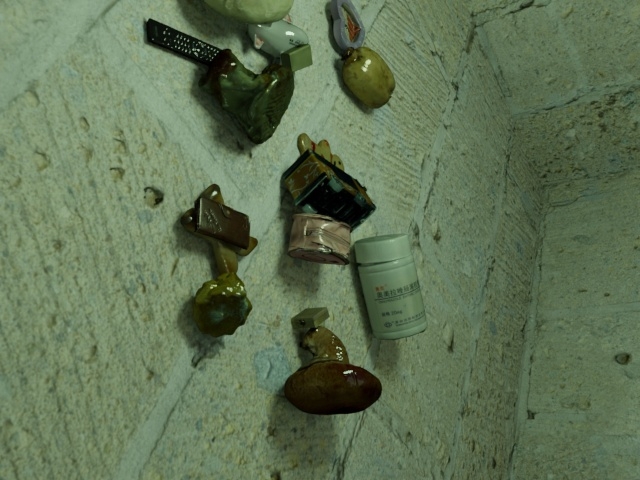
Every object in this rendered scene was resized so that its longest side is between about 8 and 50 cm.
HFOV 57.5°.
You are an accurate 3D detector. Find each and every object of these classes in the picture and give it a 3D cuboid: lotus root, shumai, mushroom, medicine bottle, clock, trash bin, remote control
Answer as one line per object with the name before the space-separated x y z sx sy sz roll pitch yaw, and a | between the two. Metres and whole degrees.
lotus root | 0.169 -0.583 2.071 0.284 0.146 0.160 36 54 -44
shumai | -0.194 -0.395 1.559 0.222 0.203 0.272 -62 172 -13
mushroom | 0.033 0.371 1.573 0.267 0.267 0.255 -18 96 -54
medicine bottle | 0.233 0.146 1.946 0.190 0.190 0.332 -20 98 -54
clock | 0.091 -0.759 2.078 0.172 0.064 0.198 -3 85 -54
trash bin | -0.068 -0.520 1.672 0.092 0.043 0.061 -40 134 -40
remote control | -0.332 -0.487 1.466 0.245 0.025 0.063 8 75 -53

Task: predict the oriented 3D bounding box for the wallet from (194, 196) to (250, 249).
wallet | -0.234 -0.042 1.412 0.176 0.026 0.095 24 59 -50

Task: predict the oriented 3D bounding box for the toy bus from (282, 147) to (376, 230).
toy bus | 0.029 -0.143 1.749 0.275 0.138 0.167 26 27 -47

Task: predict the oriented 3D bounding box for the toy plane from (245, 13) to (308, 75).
toy plane | -0.121 -0.598 1.707 0.252 0.118 0.252 17 69 -54

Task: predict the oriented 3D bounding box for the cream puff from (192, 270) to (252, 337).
cream puff | -0.236 0.145 1.375 0.146 0.146 0.116 55 3 -30

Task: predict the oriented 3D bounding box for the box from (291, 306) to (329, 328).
box | -0.029 0.221 1.662 0.083 0.079 0.035 -29 106 -52

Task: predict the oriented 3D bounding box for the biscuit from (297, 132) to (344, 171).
biscuit | 0.005 -0.256 1.870 0.234 0.030 0.153 20 68 -50

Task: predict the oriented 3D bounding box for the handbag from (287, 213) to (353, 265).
handbag | -0.001 0.002 1.680 0.205 0.179 0.116 24 69 -48

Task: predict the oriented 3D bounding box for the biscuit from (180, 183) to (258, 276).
biscuit | -0.249 -0.018 1.446 0.208 0.047 0.164 59 42 -26

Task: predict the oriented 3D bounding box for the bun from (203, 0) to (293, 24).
bun | -0.202 -0.688 1.509 0.287 0.146 0.287 15 46 -17
